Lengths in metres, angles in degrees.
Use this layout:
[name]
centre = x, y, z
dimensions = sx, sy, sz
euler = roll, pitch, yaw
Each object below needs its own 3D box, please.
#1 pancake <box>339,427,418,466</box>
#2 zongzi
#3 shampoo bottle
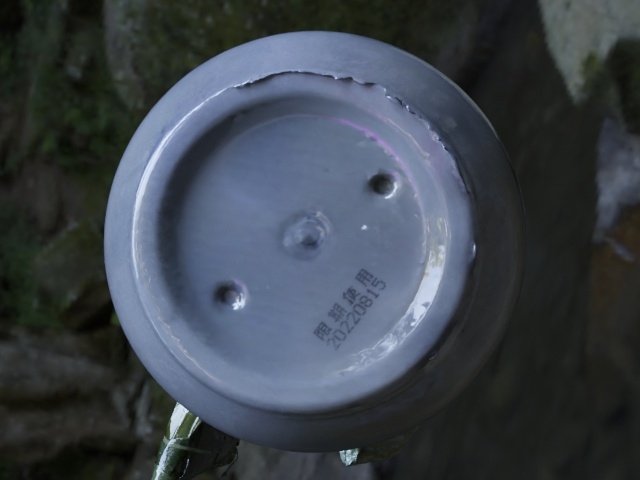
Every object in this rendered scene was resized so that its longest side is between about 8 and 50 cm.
[pancake]
centre = 0.006, 0.066, 1.181
dimensions = 0.037, 0.254, 0.253
euler = -32, 38, 44
[zongzi]
centre = -0.136, 0.240, 1.501
dimensions = 0.109, 0.055, 0.119
euler = 43, -116, -55
[shampoo bottle]
centre = 0.000, 0.000, 0.950
dimensions = 0.266, 0.273, 0.273
euler = -13, -62, -84
